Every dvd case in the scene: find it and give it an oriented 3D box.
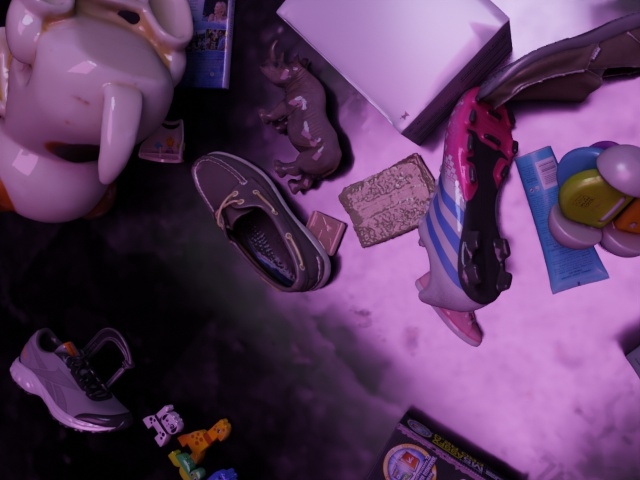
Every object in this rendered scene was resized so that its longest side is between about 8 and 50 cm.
[{"bbox_3d":[-0.233,-0.387,1.099,0.180,0.022,0.253,6,94,19],"label":"dvd case"}]

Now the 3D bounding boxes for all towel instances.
[{"bbox_3d":[0.111,-0.059,0.993,0.148,0.027,0.110,-26,85,16],"label":"towel"}]

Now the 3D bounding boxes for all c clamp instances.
[{"bbox_3d":[-0.397,0.247,1.178,0.137,0.022,0.160,44,106,17],"label":"c clamp"}]

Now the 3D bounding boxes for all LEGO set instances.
[{"bbox_3d":[-0.188,0.361,1.079,0.093,0.087,0.227,-44,72,12],"label":"LEGO set"}]

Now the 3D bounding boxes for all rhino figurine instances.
[{"bbox_3d":[-0.037,-0.204,1.014,0.106,0.073,0.243,-18,85,22],"label":"rhino figurine"}]

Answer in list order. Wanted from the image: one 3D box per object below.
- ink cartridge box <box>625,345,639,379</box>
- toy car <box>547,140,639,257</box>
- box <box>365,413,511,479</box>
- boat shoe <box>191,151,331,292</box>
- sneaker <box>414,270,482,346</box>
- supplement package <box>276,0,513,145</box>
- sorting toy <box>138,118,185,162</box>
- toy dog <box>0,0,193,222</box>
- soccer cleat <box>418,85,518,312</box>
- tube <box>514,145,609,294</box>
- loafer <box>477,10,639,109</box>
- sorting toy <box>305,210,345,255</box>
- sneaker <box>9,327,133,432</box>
[{"bbox_3d":[0.539,0.154,0.782,0.233,0.168,0.171,-43,80,15],"label":"ink cartridge box"},{"bbox_3d":[0.391,-0.071,0.840,0.182,0.159,0.136,8,51,-15],"label":"toy car"},{"bbox_3d":[0.154,0.440,0.977,0.216,0.060,0.270,31,101,15],"label":"box"},{"bbox_3d":[-0.110,-0.035,1.027,0.305,0.091,0.109,46,112,15],"label":"boat shoe"},{"bbox_3d":[0.209,0.091,0.952,0.070,0.051,0.134,-45,74,20],"label":"sneaker"},{"bbox_3d":[0.111,-0.306,0.923,0.262,0.145,0.204,47,105,11],"label":"supplement package"},{"bbox_3d":[-0.266,-0.175,1.109,0.083,0.045,0.075,5,86,19],"label":"sorting toy"},{"bbox_3d":[-0.382,-0.194,1.018,0.408,0.285,0.395,-44,65,38],"label":"toy dog"},{"bbox_3d":[0.193,-0.061,0.908,0.143,0.116,0.331,-20,57,54],"label":"soccer cleat"},{"bbox_3d":[0.338,-0.030,0.910,0.080,0.052,0.207,-20,91,21],"label":"tube"},{"bbox_3d":[0.336,-0.225,0.855,0.251,0.094,0.087,-22,95,-1],"label":"loafer"},{"bbox_3d":[0.000,0.000,1.039,0.062,0.012,0.083,25,99,18],"label":"sorting toy"},{"bbox_3d":[-0.439,0.251,1.132,0.271,0.100,0.108,28,96,21],"label":"sneaker"}]
